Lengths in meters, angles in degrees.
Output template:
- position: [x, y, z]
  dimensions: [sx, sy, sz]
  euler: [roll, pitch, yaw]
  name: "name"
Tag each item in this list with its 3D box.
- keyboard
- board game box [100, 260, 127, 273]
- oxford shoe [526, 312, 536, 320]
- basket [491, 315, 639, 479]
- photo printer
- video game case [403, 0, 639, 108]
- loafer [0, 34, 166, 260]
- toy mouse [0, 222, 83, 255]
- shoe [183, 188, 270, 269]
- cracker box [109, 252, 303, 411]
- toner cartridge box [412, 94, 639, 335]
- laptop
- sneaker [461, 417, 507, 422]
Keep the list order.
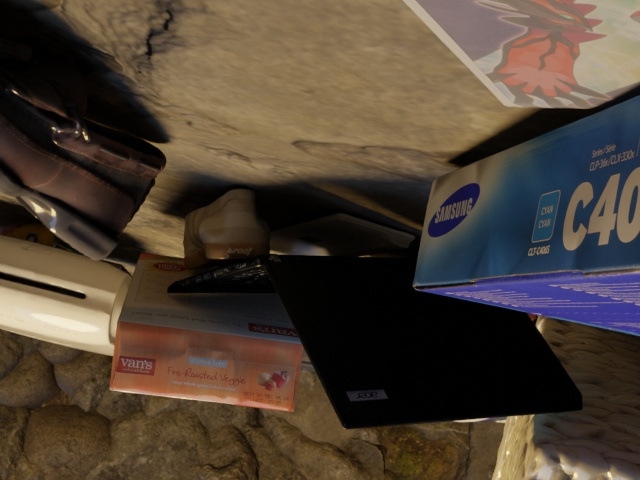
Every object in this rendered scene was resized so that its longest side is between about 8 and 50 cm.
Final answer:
- position: [0.000, 0.000, 0.976]
  dimensions: [0.072, 0.014, 0.256]
  euler: [23, 167, -19]
  name: "keyboard"
- position: [-0.385, 0.051, 1.625]
  dimensions: [0.170, 0.048, 0.141]
  euler: [14, 167, 0]
  name: "board game box"
- position: [0.173, 0.106, 1.065]
  dimensions: [0.076, 0.076, 0.212]
  euler: [1, 158, -9]
  name: "oxford shoe"
- position: [0.312, 0.270, 0.919]
  dimensions: [0.328, 0.331, 0.266]
  euler: [13, -158, 10]
  name: "basket"
- position: [-0.354, 0.072, 1.351]
  dimensions: [0.256, 0.107, 0.307]
  euler: [14, 169, 1]
  name: "photo printer"
- position: [0.107, -0.088, 0.341]
  dimensions: [0.183, 0.023, 0.201]
  euler: [6, 167, 35]
  name: "video game case"
- position: [-0.178, -0.078, 0.646]
  dimensions: [0.109, 0.095, 0.302]
  euler: [42, 173, 18]
  name: "loafer"
- position: [-0.366, 0.002, 1.387]
  dimensions: [0.161, 0.031, 0.143]
  euler: [11, 169, 15]
  name: "toy mouse"
- position: [-0.082, -0.007, 0.943]
  dimensions: [0.076, 0.058, 0.219]
  euler: [-5, 177, -13]
  name: "shoe"
- position: [-0.102, 0.078, 0.964]
  dimensions: [0.155, 0.067, 0.232]
  euler: [8, -168, -7]
  name: "cracker box"
- position: [0.174, 0.000, 0.496]
  dimensions: [0.165, 0.075, 0.348]
  euler: [13, 174, -11]
  name: "toner cartridge box"
- position: [0.036, 0.083, 0.864]
  dimensions: [0.234, 0.137, 0.264]
  euler: [3, 169, -34]
  name: "laptop"
- position: [0.250, 0.175, 1.234]
  dimensions: [0.322, 0.130, 0.236]
  euler: [-4, 156, 43]
  name: "sneaker"
